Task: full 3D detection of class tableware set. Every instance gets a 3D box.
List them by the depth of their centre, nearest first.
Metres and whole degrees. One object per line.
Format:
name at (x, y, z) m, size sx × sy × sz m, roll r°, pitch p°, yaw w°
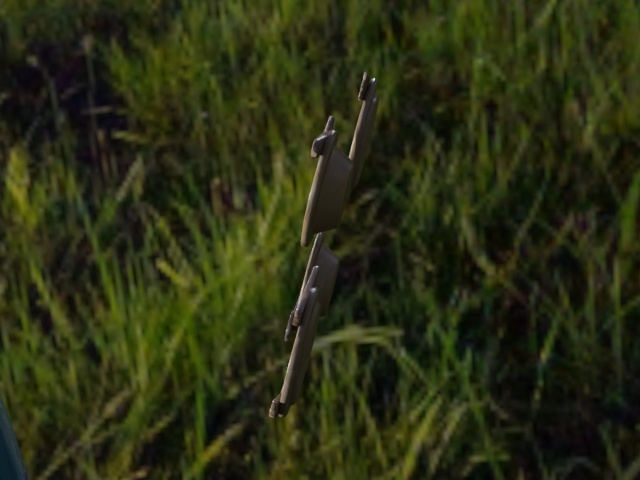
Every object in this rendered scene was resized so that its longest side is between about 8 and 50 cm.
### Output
tableware set at (0.000, 0.000, 0.717) m, size 0.020 × 0.168 × 0.141 m, roll 14°, pitch 19°, yaw 4°

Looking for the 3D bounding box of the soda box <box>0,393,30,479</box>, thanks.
soda box at (-0.156, 0.089, 0.583) m, size 0.067 × 0.210 × 0.071 m, roll -17°, pitch 31°, yaw -10°
